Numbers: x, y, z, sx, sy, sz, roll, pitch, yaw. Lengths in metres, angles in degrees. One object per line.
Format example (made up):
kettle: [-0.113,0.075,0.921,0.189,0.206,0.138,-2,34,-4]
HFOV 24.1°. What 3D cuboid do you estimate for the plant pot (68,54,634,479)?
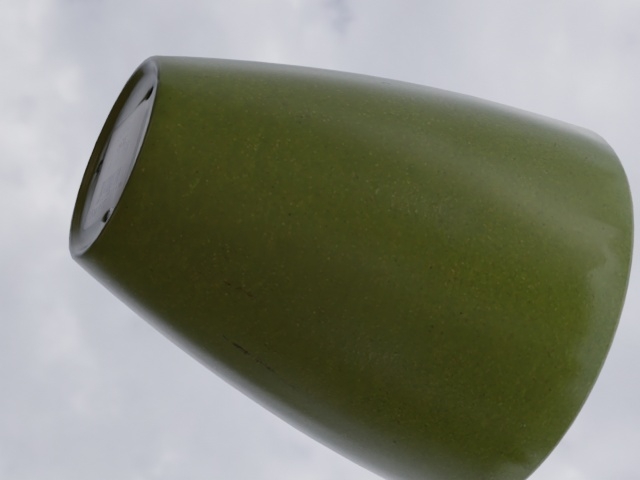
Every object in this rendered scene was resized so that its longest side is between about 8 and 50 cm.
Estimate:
plant pot: [0.000,0.000,0.965,0.275,0.293,0.275,-50,-152,39]
